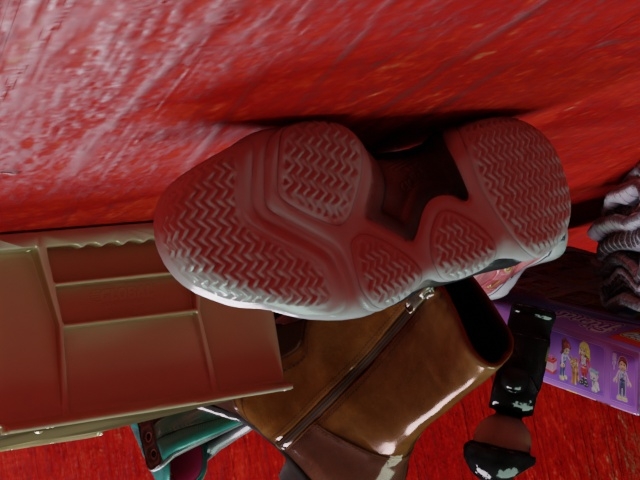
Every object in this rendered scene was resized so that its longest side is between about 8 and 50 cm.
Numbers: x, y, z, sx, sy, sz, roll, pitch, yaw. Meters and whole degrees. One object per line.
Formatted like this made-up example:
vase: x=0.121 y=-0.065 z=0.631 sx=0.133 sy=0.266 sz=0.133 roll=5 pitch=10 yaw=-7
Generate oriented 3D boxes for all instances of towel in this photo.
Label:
towel: x=0.341 y=-0.006 z=1.425 sx=0.235 sy=0.121 sz=0.283 roll=-10 pitch=174 yaw=-1

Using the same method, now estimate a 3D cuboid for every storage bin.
storage bin: x=-0.200 y=0.075 z=1.237 sx=0.260 sy=0.123 sz=0.262 roll=-4 pitch=171 yaw=-40

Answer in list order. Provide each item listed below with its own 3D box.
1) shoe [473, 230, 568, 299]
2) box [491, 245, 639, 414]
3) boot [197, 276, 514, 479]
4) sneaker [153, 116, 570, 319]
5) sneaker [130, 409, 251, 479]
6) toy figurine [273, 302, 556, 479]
shoe: x=0.128 y=0.011 z=1.500 sx=0.081 sy=0.063 sz=0.178 roll=-6 pitch=168 yaw=-22
box: x=0.245 y=0.072 z=1.598 sx=0.201 sy=0.057 sz=0.293 roll=-10 pitch=-164 yaw=-34
boot: x=-0.015 y=0.055 z=1.269 sx=0.096 sy=0.264 sz=0.280 roll=-27 pitch=160 yaw=-32
sneaker: x=0.000 y=0.000 z=0.984 sx=0.268 sy=0.101 sz=0.153 roll=-9 pitch=171 yaw=-40
sneaker: x=-0.163 y=0.137 z=1.580 sx=0.295 sy=0.178 sz=0.124 roll=-13 pitch=173 yaw=21
toy figurine: x=0.065 y=0.105 z=1.482 sx=0.213 sy=0.148 sz=0.209 roll=17 pitch=173 yaw=-42
